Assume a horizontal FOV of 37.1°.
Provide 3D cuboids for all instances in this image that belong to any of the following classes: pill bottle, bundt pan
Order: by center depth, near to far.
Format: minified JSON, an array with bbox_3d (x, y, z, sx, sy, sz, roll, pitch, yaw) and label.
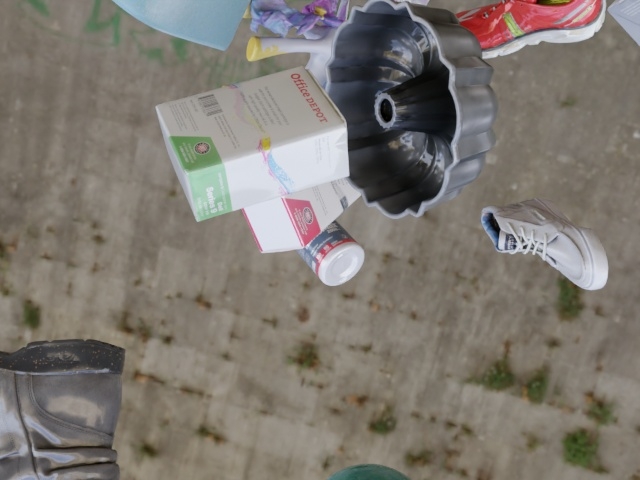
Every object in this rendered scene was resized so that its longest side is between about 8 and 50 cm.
[{"bbox_3d":[0.145,-0.203,1.431,0.124,0.331,0.331,-13,-154,-30],"label":"bundt pan"},{"bbox_3d":[0.000,0.000,1.983,0.108,0.108,0.180,3,-146,-43],"label":"pill bottle"}]

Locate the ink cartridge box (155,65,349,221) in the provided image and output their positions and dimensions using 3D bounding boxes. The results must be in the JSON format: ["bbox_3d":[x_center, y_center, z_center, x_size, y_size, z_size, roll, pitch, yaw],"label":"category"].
[{"bbox_3d":[-0.086,-0.129,1.234,0.212,0.093,0.154,-19,-135,-11],"label":"ink cartridge box"}]

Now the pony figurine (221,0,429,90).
[{"bbox_3d":[0.019,-0.356,1.801,0.363,0.351,0.303,5,-159,-28],"label":"pony figurine"}]

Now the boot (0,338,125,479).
[{"bbox_3d":[-0.385,0.235,1.105,0.338,0.222,0.118,-6,165,17],"label":"boot"}]

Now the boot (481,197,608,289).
[{"bbox_3d":[0.338,0.008,1.484,0.123,0.095,0.258,-5,-158,-10],"label":"boot"}]

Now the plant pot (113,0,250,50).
[{"bbox_3d":[-0.259,-0.483,1.534,0.252,0.248,0.247,-4,-136,-47],"label":"plant pot"}]

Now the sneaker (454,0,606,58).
[{"bbox_3d":[0.322,-0.384,1.567,0.279,0.107,0.118,-9,143,20],"label":"sneaker"}]

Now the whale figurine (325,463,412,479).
[{"bbox_3d":[0.059,0.409,1.305,0.216,0.272,0.141,13,-136,1],"label":"whale figurine"}]

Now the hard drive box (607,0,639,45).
[{"bbox_3d":[0.448,-0.315,1.019,0.089,0.232,0.181,45,176,-5],"label":"hard drive box"}]

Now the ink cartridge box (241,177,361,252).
[{"bbox_3d":[-0.033,-0.112,1.589,0.100,0.172,0.237,-7,-156,38],"label":"ink cartridge box"}]
